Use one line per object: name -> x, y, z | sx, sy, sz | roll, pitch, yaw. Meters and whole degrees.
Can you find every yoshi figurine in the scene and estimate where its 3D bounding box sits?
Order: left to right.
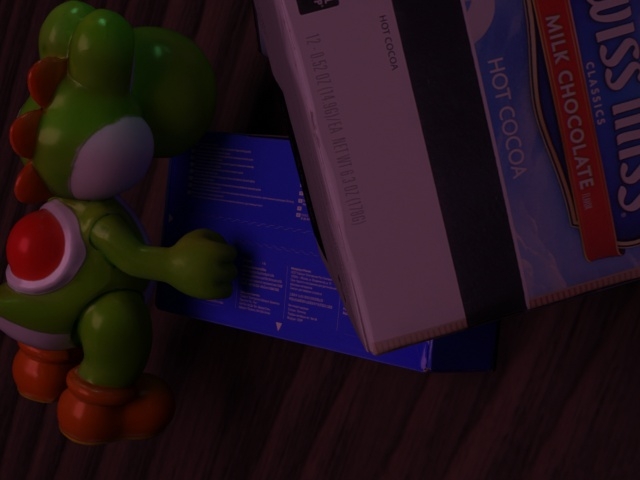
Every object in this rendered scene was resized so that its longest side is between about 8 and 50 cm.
yoshi figurine -> -0.162, -0.027, 1.365 | 0.203, 0.203, 0.362 | -79, -5, -66

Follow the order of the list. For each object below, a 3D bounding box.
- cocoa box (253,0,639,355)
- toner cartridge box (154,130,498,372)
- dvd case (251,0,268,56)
cocoa box -> 0.080, -0.147, 0.988 | 0.231, 0.228, 0.347 | -116, 10, -72
toner cartridge box -> 0.000, 0.000, 1.323 | 0.348, 0.075, 0.165 | 10, 94, 49
dvd case -> 0.019, -0.199, 1.299 | 0.253, 0.022, 0.180 | 31, 138, 46
